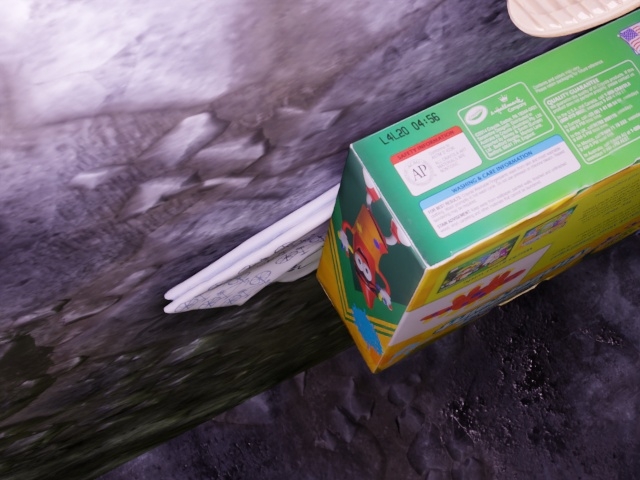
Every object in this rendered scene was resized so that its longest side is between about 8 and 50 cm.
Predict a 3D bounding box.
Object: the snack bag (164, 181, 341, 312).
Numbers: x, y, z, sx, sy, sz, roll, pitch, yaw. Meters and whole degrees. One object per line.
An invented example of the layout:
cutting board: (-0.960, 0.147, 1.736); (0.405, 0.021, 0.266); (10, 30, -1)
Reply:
snack bag: (0.000, 0.000, 1.485); (0.323, 0.037, 0.342); (-32, 169, 23)

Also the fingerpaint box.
fingerpaint box: (0.234, -0.059, 1.309); (0.445, 0.163, 0.371); (-26, 162, -15)

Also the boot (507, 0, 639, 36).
boot: (0.276, -0.226, 0.896); (0.248, 0.090, 0.207); (-34, 166, 17)
